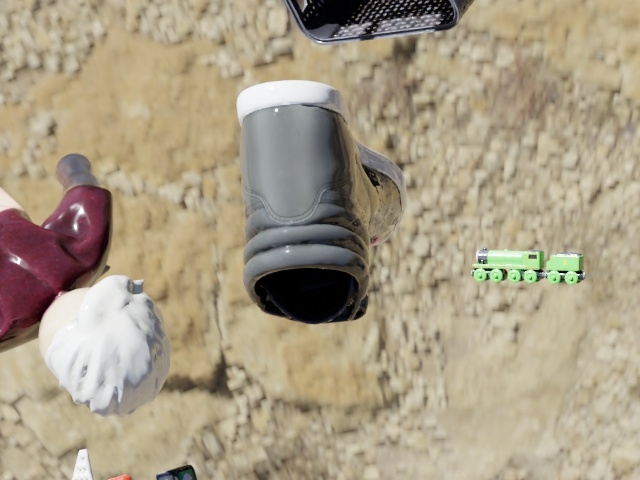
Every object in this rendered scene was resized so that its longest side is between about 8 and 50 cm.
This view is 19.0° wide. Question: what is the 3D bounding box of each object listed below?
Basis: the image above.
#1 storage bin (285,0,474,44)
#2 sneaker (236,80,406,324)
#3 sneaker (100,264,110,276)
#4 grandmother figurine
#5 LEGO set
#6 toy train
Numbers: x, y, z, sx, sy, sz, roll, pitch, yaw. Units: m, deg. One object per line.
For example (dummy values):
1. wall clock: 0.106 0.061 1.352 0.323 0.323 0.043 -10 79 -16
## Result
1. storage bin: 0.052 -0.255 1.723 0.180 0.122 0.084 -2 39 39
2. sneaker: 0.000 0.000 1.382 0.104 0.296 0.147 -3 75 11
3. sneaker: -0.206 0.004 1.650 0.035 0.083 0.031 -30 49 -15
4. grandmother figurine: -0.232 0.011 1.355 0.342 0.104 0.208 34 69 31
5. LEGO set: -0.214 0.191 1.344 0.244 0.182 0.060 -15 85 7
6. toy train: 0.144 0.018 1.324 0.083 0.017 0.024 2 95 25
